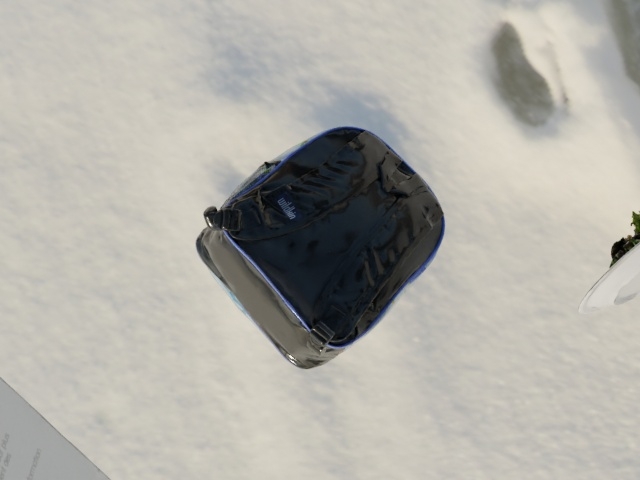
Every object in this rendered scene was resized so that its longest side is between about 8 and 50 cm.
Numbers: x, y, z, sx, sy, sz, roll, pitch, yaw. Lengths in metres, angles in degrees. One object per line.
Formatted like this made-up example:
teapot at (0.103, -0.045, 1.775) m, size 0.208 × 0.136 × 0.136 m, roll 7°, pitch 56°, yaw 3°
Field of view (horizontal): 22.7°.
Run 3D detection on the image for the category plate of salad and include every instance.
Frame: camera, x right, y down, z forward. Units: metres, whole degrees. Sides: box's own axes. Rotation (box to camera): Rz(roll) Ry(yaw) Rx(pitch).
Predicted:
plate of salad at (0.316, 0.000, 1.495) m, size 0.200 × 0.200 × 0.048 m, roll -42°, pitch 73°, yaw 15°

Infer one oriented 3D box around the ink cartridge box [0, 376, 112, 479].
ink cartridge box at (-0.191, 0.082, 0.528) m, size 0.069 × 0.371 × 0.175 m, roll -11°, pitch 45°, yaw 28°

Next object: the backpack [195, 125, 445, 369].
backpack at (0.000, 0.000, 0.857) m, size 0.105 × 0.084 × 0.114 m, roll 48°, pitch 63°, yaw -2°
